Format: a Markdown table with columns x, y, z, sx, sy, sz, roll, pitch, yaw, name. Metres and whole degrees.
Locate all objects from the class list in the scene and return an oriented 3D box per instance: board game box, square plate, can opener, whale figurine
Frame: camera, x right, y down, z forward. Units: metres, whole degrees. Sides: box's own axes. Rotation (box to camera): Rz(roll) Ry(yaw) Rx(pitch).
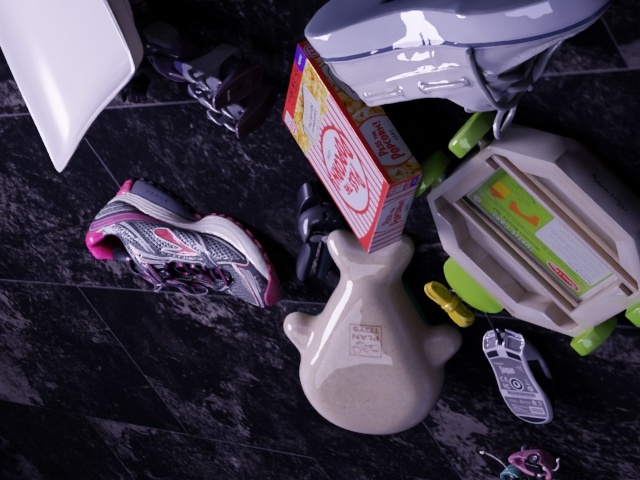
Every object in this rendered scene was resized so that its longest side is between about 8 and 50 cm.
| x | y | z | sx | sy | sz | roll | pitch | yaw | name |
| --- | --- | --- | --- | --- | --- | --- | --- | --- | --- |
| 0.032 | -0.103 | 1.870 | 0.193 | 0.045 | 0.147 | 58 | 158 | 22 | board game box |
| -0.308 | -0.289 | 2.004 | 0.344 | 0.049 | 0.347 | 66 | 153 | 7 | square plate |
| 0.000 | 0.000 | 2.136 | 0.059 | 0.073 | 0.186 | -1 | 149 | -2 | can opener |
| 0.066 | 0.098 | 2.117 | 0.216 | 0.141 | 0.272 | 3 | 118 | 12 | whale figurine |

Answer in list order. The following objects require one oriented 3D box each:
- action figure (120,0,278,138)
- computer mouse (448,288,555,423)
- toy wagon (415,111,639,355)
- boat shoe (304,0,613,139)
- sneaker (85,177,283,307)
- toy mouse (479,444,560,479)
| x | y | z | sx | sy | sz | roll | pitch | yaw | name |
| --- | --- | --- | --- | --- | --- | --- | --- | --- | --- |
| -0.186 | -0.222 | 2.005 | 0.285 | 0.099 | 0.185 | 31 | 156 | 27 | action figure |
| 0.223 | 0.128 | 2.032 | 0.106 | 0.042 | 0.193 | 3 | 128 | 44 | computer mouse |
| 0.211 | 0.003 | 1.841 | 0.267 | 0.068 | 0.344 | 44 | 153 | -2 | toy wagon |
| 0.146 | -0.169 | 1.596 | 0.367 | 0.136 | 0.156 | -6 | 128 | 49 | boat shoe |
| -0.175 | 0.026 | 2.324 | 0.299 | 0.112 | 0.121 | 23 | 147 | 32 | sneaker |
| 0.268 | 0.293 | 2.215 | 0.143 | 0.031 | 0.161 | 30 | 150 | 22 | toy mouse |
